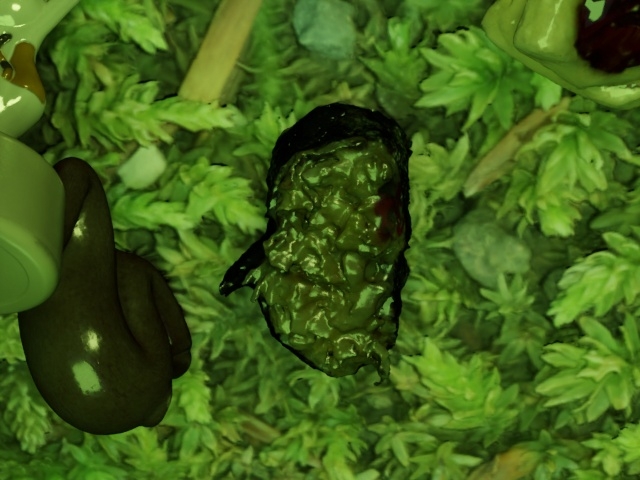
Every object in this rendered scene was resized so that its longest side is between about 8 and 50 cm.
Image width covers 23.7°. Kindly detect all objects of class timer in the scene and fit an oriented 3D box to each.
[{"bbox_3d":[-0.249,-0.099,1.123,0.175,0.266,0.175,8,152,4],"label":"timer"}]

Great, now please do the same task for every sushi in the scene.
[{"bbox_3d":[0.000,0.000,1.198,0.147,0.115,0.212,10,118,3],"label":"sushi"}]

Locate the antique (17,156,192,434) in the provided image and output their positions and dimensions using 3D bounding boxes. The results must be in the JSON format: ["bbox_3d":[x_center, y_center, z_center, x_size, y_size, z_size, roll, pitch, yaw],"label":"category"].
[{"bbox_3d":[-0.211,0.046,1.240,0.121,0.143,0.257,-24,107,21],"label":"antique"}]

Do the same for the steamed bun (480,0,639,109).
[{"bbox_3d":[0.326,-0.205,1.016,0.247,0.189,0.428,39,115,-19],"label":"steamed bun"}]
